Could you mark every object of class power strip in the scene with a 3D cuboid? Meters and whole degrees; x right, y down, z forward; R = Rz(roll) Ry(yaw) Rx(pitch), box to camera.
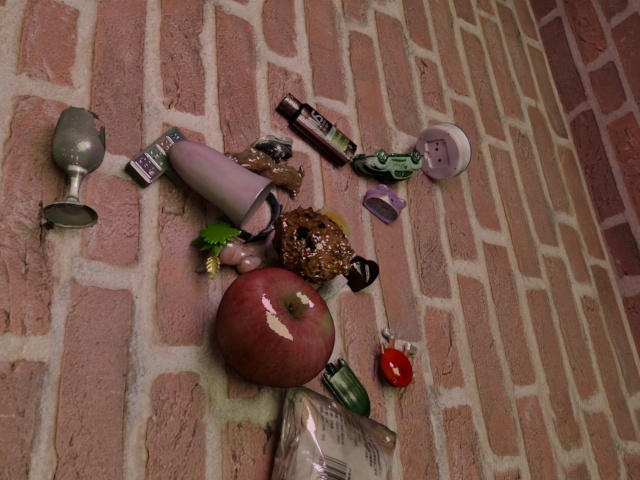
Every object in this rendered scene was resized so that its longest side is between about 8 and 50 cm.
[{"bbox_3d":[-0.460,-0.227,1.666,0.145,0.061,0.215,50,50,-14],"label":"power strip"}]

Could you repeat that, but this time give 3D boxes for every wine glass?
[{"bbox_3d":[-0.640,-0.193,1.460,0.144,0.143,0.320,11,63,-32],"label":"wine glass"}]

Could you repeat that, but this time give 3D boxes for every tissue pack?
[{"bbox_3d":[0.043,0.616,1.521,0.390,0.195,0.375,32,47,-20],"label":"tissue pack"}]

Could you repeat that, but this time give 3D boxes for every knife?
[{"bbox_3d":[0.052,0.133,1.827,0.060,0.028,0.230,41,72,9],"label":"knife"}]

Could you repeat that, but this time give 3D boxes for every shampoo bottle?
[{"bbox_3d":[-0.012,-0.410,2.051,0.323,0.084,0.129,39,48,-13],"label":"shampoo bottle"}]

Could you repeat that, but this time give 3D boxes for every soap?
[{"bbox_3d":[0.000,0.000,1.867,0.140,0.073,0.232,41,51,-7],"label":"soap"}]

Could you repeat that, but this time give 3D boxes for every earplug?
[{"bbox_3d":[-0.307,-0.189,1.627,0.301,0.172,0.172,36,51,0],"label":"earplug"}]

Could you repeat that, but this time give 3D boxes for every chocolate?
[{"bbox_3d":[0.133,0.106,1.907,0.149,0.080,0.125,24,56,-26],"label":"chocolate"}]

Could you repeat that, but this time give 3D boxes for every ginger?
[{"bbox_3d":[-0.188,-0.233,1.848,0.290,0.084,0.122,18,101,-25],"label":"ginger"}]

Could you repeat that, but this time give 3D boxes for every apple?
[{"bbox_3d":[-0.131,0.246,1.540,0.345,0.269,0.344,26,40,-24],"label":"apple"}]

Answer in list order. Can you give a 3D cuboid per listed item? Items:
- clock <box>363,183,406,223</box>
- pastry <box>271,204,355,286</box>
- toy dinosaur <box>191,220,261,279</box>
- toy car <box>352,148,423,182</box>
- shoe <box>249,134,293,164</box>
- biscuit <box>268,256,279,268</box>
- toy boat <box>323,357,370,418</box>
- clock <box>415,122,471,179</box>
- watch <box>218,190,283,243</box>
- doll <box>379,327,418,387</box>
[{"bbox_3d":[0.240,-0.135,2.080,0.153,0.110,0.050,36,49,-15],"label":"clock"},{"bbox_3d":[-0.033,0.026,1.683,0.275,0.192,0.274,29,23,-14],"label":"pastry"},{"bbox_3d":[-0.281,0.040,1.639,0.194,0.152,0.176,-31,127,-32],"label":"toy dinosaur"},{"bbox_3d":[0.263,-0.285,2.161,0.306,0.136,0.125,-9,95,-37],"label":"toy car"},{"bbox_3d":[-0.157,-0.300,1.907,0.169,0.071,0.099,-7,79,-38],"label":"shoe"},{"bbox_3d":[-0.131,0.102,1.759,0.081,0.018,0.083,30,53,-20],"label":"biscuit"},{"bbox_3d":[0.089,0.462,1.721,0.210,0.052,0.104,54,47,-3],"label":"toy boat"},{"bbox_3d":[0.502,-0.366,2.302,0.083,0.230,0.230,-22,82,-37],"label":"clock"},{"bbox_3d":[-0.216,-0.088,1.761,0.193,0.068,0.206,26,54,-23],"label":"watch"},{"bbox_3d":[0.256,0.408,1.851,0.183,0.085,0.217,38,34,-18],"label":"doll"}]
